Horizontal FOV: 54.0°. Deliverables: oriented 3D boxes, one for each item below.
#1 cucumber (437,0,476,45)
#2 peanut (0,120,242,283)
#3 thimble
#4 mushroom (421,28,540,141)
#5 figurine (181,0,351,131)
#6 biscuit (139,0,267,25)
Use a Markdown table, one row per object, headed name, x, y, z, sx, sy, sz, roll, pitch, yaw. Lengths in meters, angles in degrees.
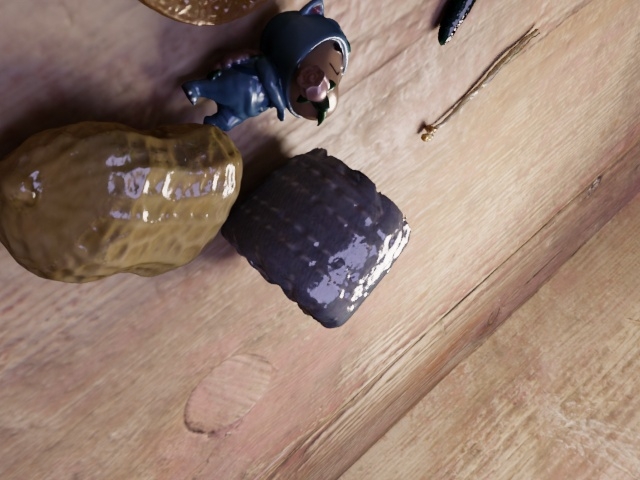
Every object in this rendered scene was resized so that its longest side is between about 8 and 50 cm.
| name | x | y | z | sx | sy | sz | roll | pitch | yaw |
| --- | --- | --- | --- | --- | --- | --- | --- | --- | --- |
| cucumber | 0.195 | -0.327 | 0.852 | 0.032 | 0.032 | 0.133 | -3 | 130 | -52 |
| peanut | -0.189 | -0.037 | 0.598 | 0.233 | 0.110 | 0.196 | -8 | 145 | -49 |
| thimble | 0.000 | 0.000 | 0.811 | 0.172 | 0.205 | 0.236 | -45 | 155 | -8 |
| mushroom | 0.268 | -0.261 | 1.051 | 0.286 | 0.028 | 0.026 | -43 | 109 | -11 |
| figurine | -0.040 | -0.155 | 0.640 | 0.178 | 0.144 | 0.114 | -29 | 145 | -10 |
| biscuit | -0.085 | -0.261 | 0.550 | 0.221 | 0.029 | 0.141 | -35 | 148 | -24 |
